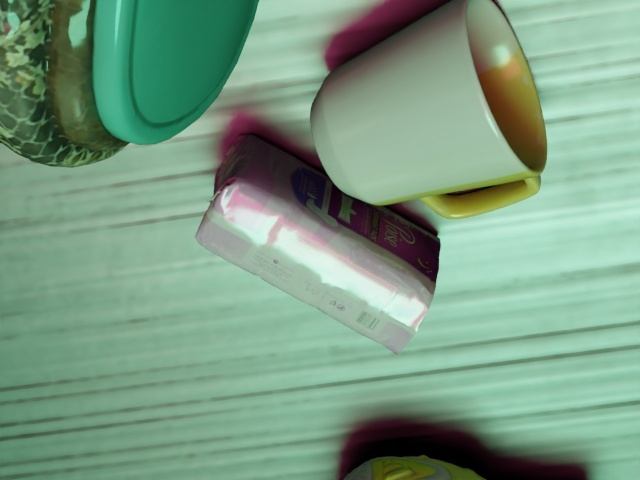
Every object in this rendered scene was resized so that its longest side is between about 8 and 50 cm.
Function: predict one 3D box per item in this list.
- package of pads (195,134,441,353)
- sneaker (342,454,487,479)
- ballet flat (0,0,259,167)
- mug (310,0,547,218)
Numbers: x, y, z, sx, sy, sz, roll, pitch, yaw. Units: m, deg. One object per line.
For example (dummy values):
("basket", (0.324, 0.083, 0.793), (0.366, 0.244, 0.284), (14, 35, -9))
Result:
("package of pads", (0.000, 0.000, 0.568), (0.083, 0.050, 0.032), (30, 115, -8))
("sneaker", (0.062, 0.196, 0.637), (0.126, 0.091, 0.240), (3, 115, 3))
("ballet flat", (-0.054, -0.249, 0.407), (0.182, 0.164, 0.483), (28, 119, 14))
("mug", (0.035, -0.034, 0.545), (0.064, 0.062, 0.078), (-19, 106, 23))
